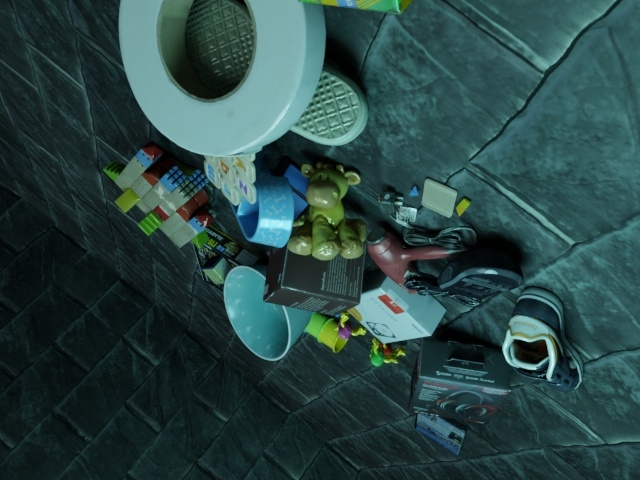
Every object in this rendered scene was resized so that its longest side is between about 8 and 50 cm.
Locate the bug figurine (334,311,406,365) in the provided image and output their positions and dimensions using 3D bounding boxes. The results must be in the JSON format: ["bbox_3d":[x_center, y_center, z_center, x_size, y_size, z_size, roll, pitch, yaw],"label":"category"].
[{"bbox_3d":[0.121,0.272,1.630,0.279,0.072,0.216,41,-169,-1],"label":"bug figurine"}]

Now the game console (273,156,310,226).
[{"bbox_3d":[-0.067,-0.108,1.365,0.144,0.124,0.085,40,179,0],"label":"game console"}]

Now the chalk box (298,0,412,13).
[{"bbox_3d":[0.037,-0.399,0.741,0.213,0.132,0.132,21,148,29],"label":"chalk box"}]

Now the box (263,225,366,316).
[{"bbox_3d":[-0.016,0.078,1.405,0.203,0.166,0.168,14,158,-18],"label":"box"}]

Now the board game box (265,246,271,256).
[{"bbox_3d":[-0.085,0.032,1.613,0.194,0.060,0.194,45,158,-4],"label":"board game box"}]

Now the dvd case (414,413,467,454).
[{"bbox_3d":[0.418,0.661,1.988,0.180,0.022,0.253,27,151,24],"label":"dvd case"}]

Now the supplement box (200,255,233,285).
[{"bbox_3d":[-0.336,0.101,1.872,0.083,0.056,0.083,-6,128,54],"label":"supplement box"}]

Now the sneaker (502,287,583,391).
[{"bbox_3d":[0.465,0.248,1.199,0.126,0.127,0.321,7,140,44],"label":"sneaker"}]

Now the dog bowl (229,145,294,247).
[{"bbox_3d":[-0.148,-0.107,1.294,0.297,0.074,0.165,60,142,45],"label":"dog bowl"}]

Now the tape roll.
[{"bbox_3d":[-0.174,-0.336,0.947,0.392,0.072,0.391,9,110,26],"label":"tape roll"}]

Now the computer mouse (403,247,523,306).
[{"bbox_3d":[0.307,0.067,1.159,0.189,0.072,0.272,17,160,-13],"label":"computer mouse"}]

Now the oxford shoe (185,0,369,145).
[{"bbox_3d":[-0.099,-0.310,1.046,0.450,0.169,0.130,34,-165,14],"label":"oxford shoe"}]

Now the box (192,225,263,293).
[{"bbox_3d":[-0.317,0.104,1.997,0.257,0.079,0.322,28,151,16],"label":"box"}]

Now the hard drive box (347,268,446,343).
[{"bbox_3d":[0.180,0.169,1.468,0.181,0.089,0.232,43,152,-8],"label":"hard drive box"}]

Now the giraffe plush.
[{"bbox_3d":[0.018,-0.078,1.238,0.182,0.210,0.170,-1,121,-8],"label":"giraffe plush"}]

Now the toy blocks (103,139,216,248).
[{"bbox_3d":[-0.446,-0.146,1.704,0.381,0.190,0.261,48,140,-13],"label":"toy blocks"}]

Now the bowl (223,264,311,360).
[{"bbox_3d":[-0.145,0.199,1.772,0.312,0.163,0.311,23,124,39],"label":"bowl"}]

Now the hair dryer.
[{"bbox_3d":[0.204,0.033,1.244,0.224,0.080,0.293,29,152,17],"label":"hair dryer"}]

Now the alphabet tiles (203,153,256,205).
[{"bbox_3d":[-0.214,-0.214,1.200,0.278,0.021,0.284,43,147,31],"label":"alphabet tiles"}]

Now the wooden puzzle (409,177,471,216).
[{"bbox_3d":[0.233,-0.084,1.105,0.116,0.014,0.078,31,147,15],"label":"wooden puzzle"}]

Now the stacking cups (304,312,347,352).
[{"bbox_3d":[-0.055,0.263,1.895,0.316,0.096,0.096,25,149,27],"label":"stacking cups"}]

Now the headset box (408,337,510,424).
[{"bbox_3d":[0.349,0.358,1.443,0.218,0.110,0.293,8,146,7],"label":"headset box"}]
